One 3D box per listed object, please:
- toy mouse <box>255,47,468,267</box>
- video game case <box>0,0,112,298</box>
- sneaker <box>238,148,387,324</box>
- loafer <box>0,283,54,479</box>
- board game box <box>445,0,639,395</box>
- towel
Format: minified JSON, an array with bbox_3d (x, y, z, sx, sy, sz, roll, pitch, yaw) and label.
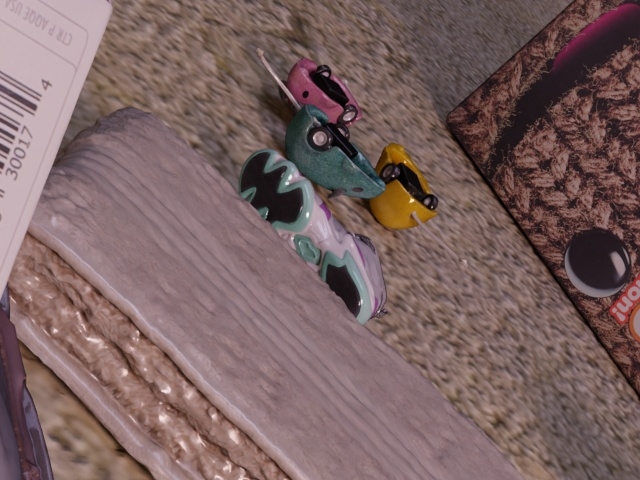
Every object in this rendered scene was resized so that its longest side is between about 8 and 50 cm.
[{"bbox_3d":[0.004,-0.058,1.084,0.143,0.031,0.161,35,22,-36],"label":"toy mouse"},{"bbox_3d":[-0.152,0.020,0.292,0.042,0.232,0.210,9,-15,44],"label":"video game case"},{"bbox_3d":[0.000,0.000,0.951,0.098,0.038,0.069,61,19,10],"label":"sneaker"},{"bbox_3d":[-0.149,-0.012,0.560,0.302,0.109,0.095,66,5,29],"label":"loafer"},{"bbox_3d":[0.270,-0.038,1.327,0.141,0.232,0.291,16,36,-57],"label":"board game box"},{"bbox_3d":[-0.009,0.068,0.767,0.282,0.049,0.187,45,17,-4],"label":"towel"}]
